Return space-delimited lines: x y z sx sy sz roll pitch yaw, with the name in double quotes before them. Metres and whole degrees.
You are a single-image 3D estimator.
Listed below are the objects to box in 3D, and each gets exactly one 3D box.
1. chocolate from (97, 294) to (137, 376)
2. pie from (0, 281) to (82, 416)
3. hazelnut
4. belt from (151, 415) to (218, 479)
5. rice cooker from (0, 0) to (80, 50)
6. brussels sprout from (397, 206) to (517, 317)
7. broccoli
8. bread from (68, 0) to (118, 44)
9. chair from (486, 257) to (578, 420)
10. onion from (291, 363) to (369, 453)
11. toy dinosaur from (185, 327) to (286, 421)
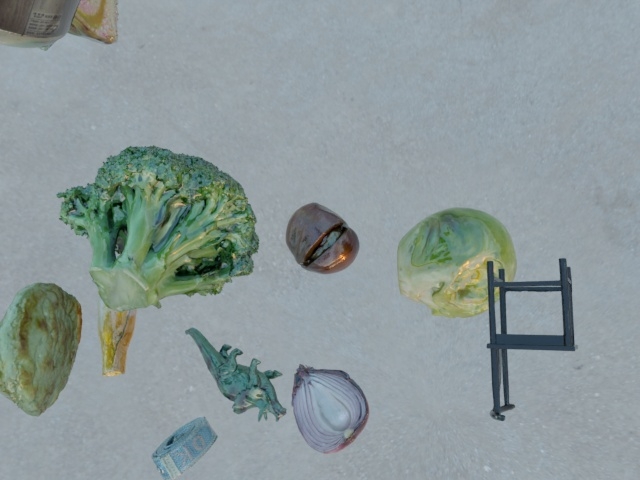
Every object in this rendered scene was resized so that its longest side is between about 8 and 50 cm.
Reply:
"chocolate" -0.389 0.148 1.065 0.085 0.085 0.219 -7 72 10
"pie" -0.448 0.171 0.875 0.089 0.248 0.201 4 73 -6
"hazelnut" 0.000 0.000 1.794 0.217 0.217 0.251 -44 77 -3
"belt" -0.327 0.502 1.342 0.163 0.147 0.082 -32 91 -40
"rice cooker" -0.467 -0.455 0.805 0.288 0.288 0.277 50 119 20
"brussels sprout" 0.375 0.054 1.565 0.344 0.268 0.344 -11 55 16
"broccoli" -0.220 -0.010 0.790 0.261 0.269 0.242 -5 35 19
"bread" -0.516 -0.505 1.186 0.156 0.260 0.158 7 97 20
"chair" 0.357 0.169 0.943 0.141 0.154 0.260 -4 80 27
"onion" 0.023 0.495 1.700 0.227 0.120 0.283 -38 62 0
"toy dinosaur" -0.178 0.265 1.176 0.120 0.079 0.292 -42 71 3
